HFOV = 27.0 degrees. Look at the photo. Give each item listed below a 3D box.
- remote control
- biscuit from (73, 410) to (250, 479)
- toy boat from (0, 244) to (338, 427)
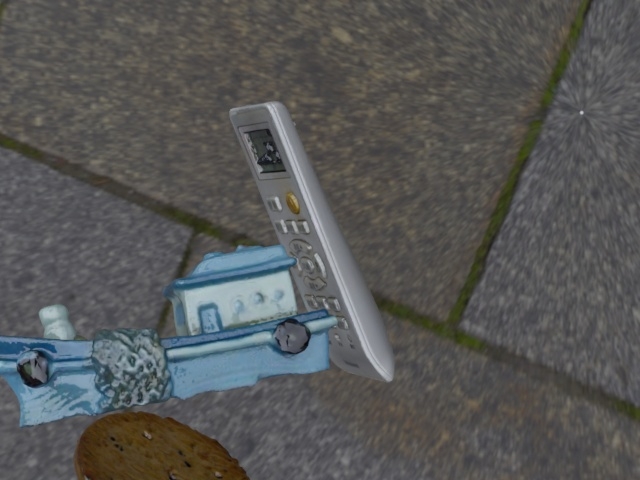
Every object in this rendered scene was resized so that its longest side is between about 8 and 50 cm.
[{"bbox_3d":[0.000,0.000,1.371,0.055,0.109,0.313,-27,103,-22],"label":"remote control"},{"bbox_3d":[-0.147,0.232,1.276,0.188,0.188,0.027,31,113,7],"label":"biscuit"},{"bbox_3d":[-0.111,0.062,0.907,0.238,0.109,0.098,-10,85,-16],"label":"toy boat"}]
